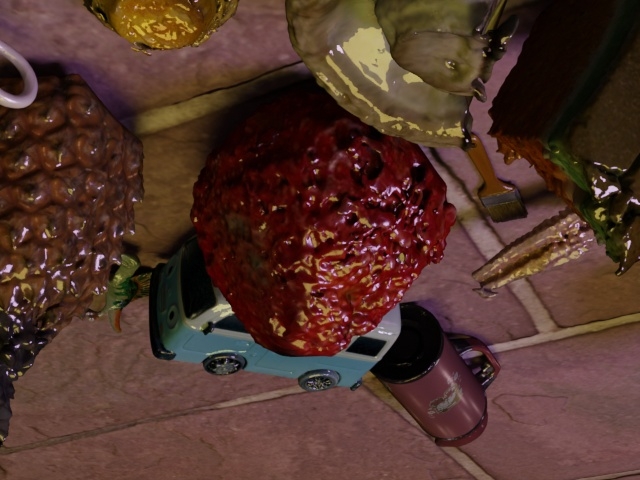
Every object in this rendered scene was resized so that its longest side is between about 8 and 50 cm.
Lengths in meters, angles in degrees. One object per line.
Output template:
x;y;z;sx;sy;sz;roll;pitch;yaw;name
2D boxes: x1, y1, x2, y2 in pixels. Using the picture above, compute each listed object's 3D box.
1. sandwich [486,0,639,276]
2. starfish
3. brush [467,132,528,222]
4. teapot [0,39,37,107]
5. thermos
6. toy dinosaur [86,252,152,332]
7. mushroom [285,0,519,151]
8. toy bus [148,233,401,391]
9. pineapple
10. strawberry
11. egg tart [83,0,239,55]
0.229;-0.132;0.838;0.109;0.292;0.212;38;174;-23;sandwich
0.410;-0.037;1.086;0.398;0.132;0.383;18;140;-5;starfish
0.180;-0.065;1.137;0.043;0.014;0.170;-12;147;20;brush
-0.325;-0.173;0.857;0.226;0.092;0.145;23;145;-36;teapot
0.169;0.194;1.505;0.110;0.136;0.330;15;159;30;thermos
-0.239;0.063;1.319;0.106;0.044;0.187;-22;146;5;toy dinosaur
0.070;-0.199;0.751;0.164;0.189;0.267;19;163;6;mushroom
-0.048;0.074;1.252;0.272;0.133;0.165;12;142;-27;toy bus
-0.283;0.040;0.975;0.202;0.361;0.202;8;160;3;pineapple
0.000;0.000;1.040;0.274;0.220;0.274;2;152;1;strawberry
-0.127;-0.193;0.870;0.131;0.052;0.130;-3;148;-2;egg tart
